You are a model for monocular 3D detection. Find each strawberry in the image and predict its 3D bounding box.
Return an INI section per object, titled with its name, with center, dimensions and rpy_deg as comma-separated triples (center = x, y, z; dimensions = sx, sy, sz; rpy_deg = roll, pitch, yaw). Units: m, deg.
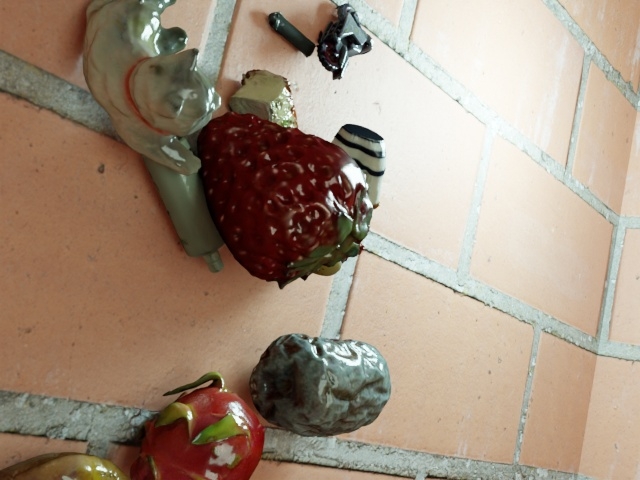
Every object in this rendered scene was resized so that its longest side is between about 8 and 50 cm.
[strawberry]
center = -0.077, -0.103, 1.320
dimensions = 0.317, 0.295, 0.345
rpy_deg = -14, 66, -50

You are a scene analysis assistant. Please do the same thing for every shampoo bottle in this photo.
[shampoo bottle]
center = -0.236, -0.057, 1.323
dimensions = 0.085, 0.085, 0.262
rpy_deg = -39, 119, -38

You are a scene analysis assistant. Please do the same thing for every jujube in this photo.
[jujube]
center = 0.007, 0.298, 1.504
dimensions = 0.317, 0.226, 0.226
rpy_deg = 12, 84, -51

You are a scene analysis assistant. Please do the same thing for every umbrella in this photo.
[umbrella]
center = -0.060, -0.431, 1.520
dimensions = 0.133, 0.031, 0.036
rpy_deg = 31, 45, -41

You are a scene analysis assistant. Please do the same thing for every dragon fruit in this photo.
[dragon fruit]
center = -0.218, 0.370, 1.292
dimensions = 0.227, 0.224, 0.224
rpy_deg = -21, 107, -41

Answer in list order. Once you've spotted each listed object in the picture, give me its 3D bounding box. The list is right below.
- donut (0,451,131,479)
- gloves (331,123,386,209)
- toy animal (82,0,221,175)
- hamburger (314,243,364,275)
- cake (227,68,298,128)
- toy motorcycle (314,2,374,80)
[donut]
center = -0.428, 0.471, 1.112
dimensions = 0.317, 0.150, 0.299
rpy_deg = 32, 70, -42
[gloves]
center = 0.063, -0.139, 1.618
dimensions = 0.140, 0.131, 0.218
rpy_deg = -9, 129, -47
[toy animal]
center = -0.265, -0.305, 1.171
dimensions = 0.266, 0.188, 0.307
rpy_deg = 22, 76, -8
[hamburger]
center = -0.003, -0.002, 1.519
dimensions = 0.137, 0.175, 0.175
rpy_deg = -51, 127, -16
[cake]
center = -0.114, -0.248, 1.471
dimensions = 0.086, 0.117, 0.220
rpy_deg = -59, 162, -22
[toy motorcycle]
center = 0.052, -0.427, 1.598
dimensions = 0.122, 0.080, 0.215
rpy_deg = 48, 45, -28
